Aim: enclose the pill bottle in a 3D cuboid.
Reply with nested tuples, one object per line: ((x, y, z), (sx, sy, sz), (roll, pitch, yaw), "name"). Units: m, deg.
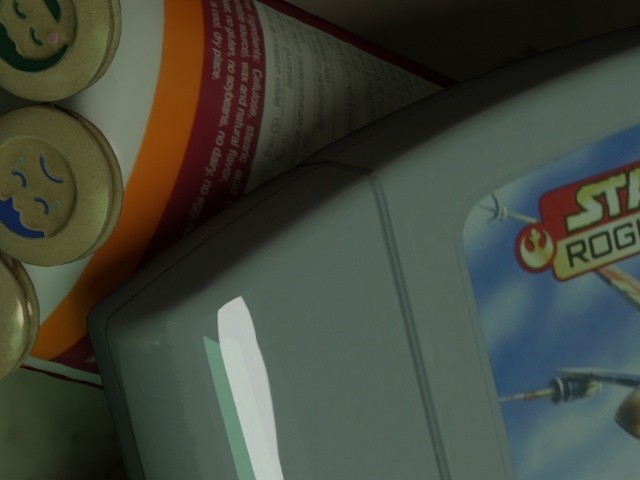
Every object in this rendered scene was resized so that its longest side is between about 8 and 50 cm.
((0.000, 0.000, 0.455), (0.221, 0.121, 0.121), (20, 113, -34), "pill bottle")

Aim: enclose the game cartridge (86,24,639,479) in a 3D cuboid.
((0.098, 0.043, 0.399), (0.297, 0.062, 0.198), (-18, 105, -23), "game cartridge")

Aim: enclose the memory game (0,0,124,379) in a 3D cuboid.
((-0.130, -0.041, 0.361), (0.186, 0.012, 0.186), (4, 103, 19), "memory game")
